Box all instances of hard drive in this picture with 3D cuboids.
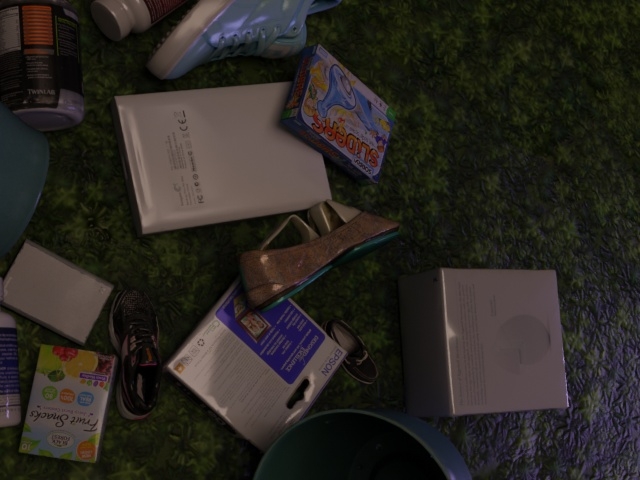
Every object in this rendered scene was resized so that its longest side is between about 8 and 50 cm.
[{"bbox_3d":[-0.143,-0.128,1.418,0.307,0.040,0.203,-10,85,-28],"label":"hard drive"},{"bbox_3d":[-0.360,0.071,1.278,0.135,0.022,0.094,31,68,-18],"label":"hard drive"}]

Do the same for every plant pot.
[{"bbox_3d":[0.081,0.365,1.296,0.235,0.292,0.293,9,71,-68],"label":"plant pot"},{"bbox_3d":[-0.479,-0.095,1.129,0.255,0.271,0.272,26,69,-36],"label":"plant pot"}]

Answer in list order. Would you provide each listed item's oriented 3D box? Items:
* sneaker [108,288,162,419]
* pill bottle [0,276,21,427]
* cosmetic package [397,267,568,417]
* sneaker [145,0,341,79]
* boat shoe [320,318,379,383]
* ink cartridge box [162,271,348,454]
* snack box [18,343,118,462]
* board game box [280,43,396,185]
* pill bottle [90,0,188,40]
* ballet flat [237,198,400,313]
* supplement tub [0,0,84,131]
[{"bbox_3d":[-0.241,0.153,1.292,0.072,0.077,0.178,-5,82,-29],"label":"sneaker"},{"bbox_3d":[-0.433,0.141,1.176,0.112,0.112,0.187,-1,81,-27],"label":"pill bottle"},{"bbox_3d":[0.254,0.162,1.508,0.224,0.138,0.224,3,79,-28],"label":"cosmetic package"},{"bbox_3d":[-0.095,-0.327,1.430,0.366,0.135,0.150,-44,98,-26],"label":"sneaker"},{"bbox_3d":[0.050,0.170,1.459,0.046,0.038,0.125,-42,100,-28],"label":"boat shoe"},{"bbox_3d":[-0.093,0.176,1.380,0.208,0.045,0.206,44,63,-11],"label":"ink cartridge box"},{"bbox_3d":[-0.327,0.213,1.241,0.100,0.037,0.141,9,76,-2],"label":"snack box"},{"bbox_3d":[0.032,-0.193,1.484,0.201,0.035,0.136,34,62,-39],"label":"board game box"},{"bbox_3d":[-0.256,-0.357,1.380,0.152,0.086,0.086,-44,101,-27],"label":"pill bottle"},{"bbox_3d":[0.000,0.000,1.409,0.316,0.107,0.106,-27,85,-45],"label":"ballet flat"},{"bbox_3d":[-0.381,-0.251,1.277,0.117,0.117,0.191,-1,80,-27],"label":"supplement tub"}]
